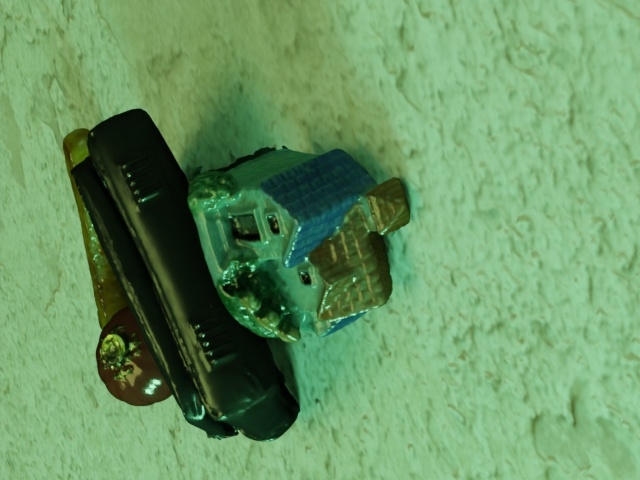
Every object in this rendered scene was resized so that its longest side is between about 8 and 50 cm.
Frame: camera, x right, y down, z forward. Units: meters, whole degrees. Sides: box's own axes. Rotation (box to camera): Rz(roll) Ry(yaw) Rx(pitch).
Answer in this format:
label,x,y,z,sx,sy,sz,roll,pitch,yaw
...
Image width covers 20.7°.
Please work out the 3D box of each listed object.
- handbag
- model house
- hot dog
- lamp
label,x,y,z,sx,sy,sz,roll,pitch,yaw
handbag,-0.108,0.039,1.456,0.275,0.088,0.244,62,-179,12
model house,0.000,0.000,1.288,0.149,0.119,0.148,-3,106,54
hot dog,-0.217,-0.012,1.742,0.066,0.047,0.215,-133,32,-63
lamp,-0.171,0.110,1.695,0.101,0.090,0.101,-9,75,37
